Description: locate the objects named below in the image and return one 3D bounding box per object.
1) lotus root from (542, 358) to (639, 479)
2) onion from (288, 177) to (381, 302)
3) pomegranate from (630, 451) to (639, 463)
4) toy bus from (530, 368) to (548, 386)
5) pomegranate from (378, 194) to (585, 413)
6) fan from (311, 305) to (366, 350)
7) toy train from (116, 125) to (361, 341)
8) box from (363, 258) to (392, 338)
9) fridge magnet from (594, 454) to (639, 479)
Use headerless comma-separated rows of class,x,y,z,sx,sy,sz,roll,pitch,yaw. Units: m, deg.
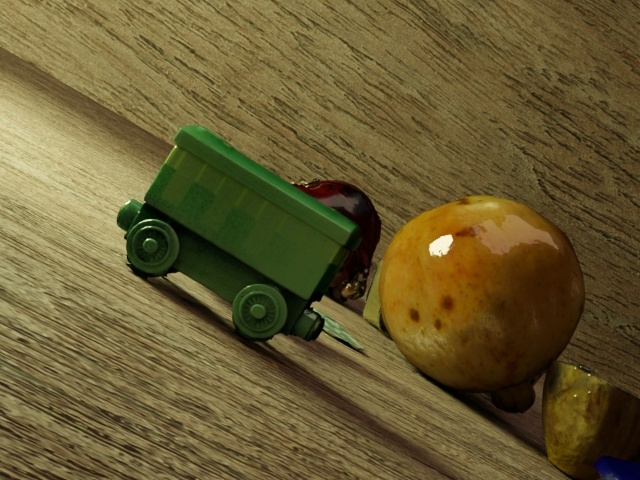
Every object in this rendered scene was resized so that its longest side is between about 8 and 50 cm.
lotus root,0.448,0.312,1.975,0.188,0.180,0.199,26,0,-25
onion,-0.006,-0.020,2.358,0.281,0.281,0.221,29,-38,-36
pomegranate,0.678,0.367,2.003,0.291,0.323,0.291,16,4,-1
toy bus,0.303,0.193,2.383,0.331,0.151,0.145,34,-4,36
pomegranate,0.299,0.123,2.089,0.410,0.410,0.410,31,4,-3
fan,-0.014,0.124,1.949,0.240,0.009,0.131,35,6,39
toy train,-0.104,0.000,1.471,0.301,0.202,0.120,32,0,7
box,0.155,0.110,2.306,0.111,0.177,0.111,18,-11,4
fridge magnet,0.520,0.413,1.719,0.265,0.112,0.265,32,4,-2
